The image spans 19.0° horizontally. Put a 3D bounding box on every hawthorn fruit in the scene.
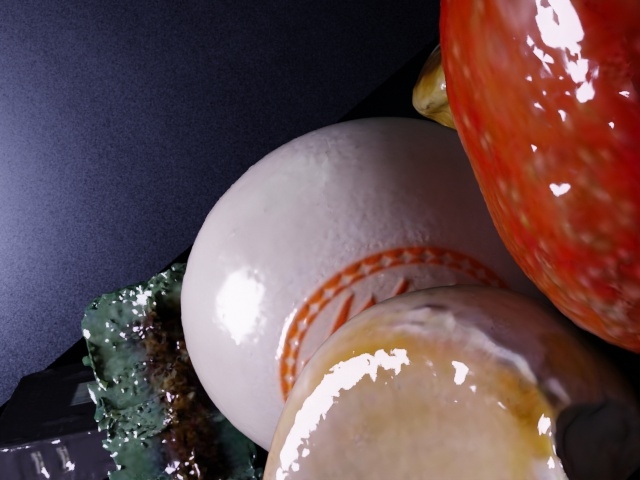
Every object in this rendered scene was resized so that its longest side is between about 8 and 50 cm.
[{"bbox_3d":[0.171,-0.119,0.898,0.285,0.369,0.284,-30,28,18],"label":"hawthorn fruit"}]

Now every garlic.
[{"bbox_3d":[0.055,0.118,1.000,0.245,0.145,0.164,-39,38,28],"label":"garlic"}]

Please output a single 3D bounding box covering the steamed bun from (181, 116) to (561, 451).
[{"bbox_3d":[0.035,0.047,1.133,0.232,0.232,0.145,-38,32,14],"label":"steamed bun"}]

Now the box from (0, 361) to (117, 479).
[{"bbox_3d":[-0.200,0.165,1.855,0.211,0.058,0.350,-10,8,-2],"label":"box"}]

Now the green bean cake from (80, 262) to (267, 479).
[{"bbox_3d":[-0.095,0.122,1.273,0.107,0.208,0.193,-14,4,-1],"label":"green bean cake"}]

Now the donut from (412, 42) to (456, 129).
[{"bbox_3d":[0.238,-0.200,1.893,0.330,0.160,0.330,-38,-4,-3],"label":"donut"}]
